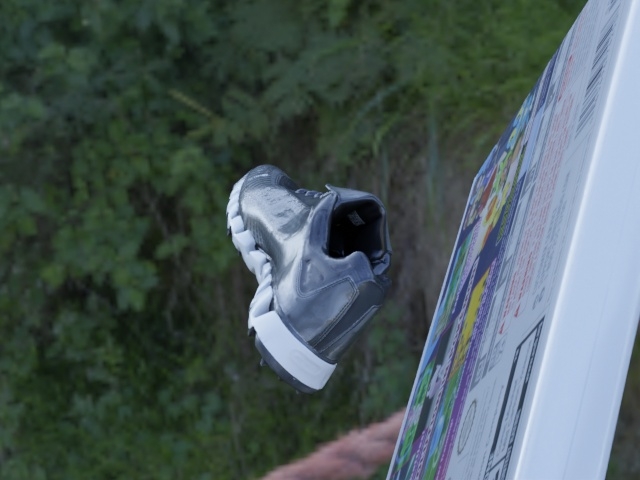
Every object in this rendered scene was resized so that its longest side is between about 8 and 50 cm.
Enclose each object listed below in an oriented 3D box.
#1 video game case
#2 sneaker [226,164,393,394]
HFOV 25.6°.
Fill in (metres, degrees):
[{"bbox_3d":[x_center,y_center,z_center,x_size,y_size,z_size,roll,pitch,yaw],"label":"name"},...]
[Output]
[{"bbox_3d":[0.057,0.025,0.417,0.023,0.201,0.183,20,-26,-3],"label":"video game case"},{"bbox_3d":[0.000,0.000,0.933,0.106,0.078,0.234,-43,26,15],"label":"sneaker"}]
